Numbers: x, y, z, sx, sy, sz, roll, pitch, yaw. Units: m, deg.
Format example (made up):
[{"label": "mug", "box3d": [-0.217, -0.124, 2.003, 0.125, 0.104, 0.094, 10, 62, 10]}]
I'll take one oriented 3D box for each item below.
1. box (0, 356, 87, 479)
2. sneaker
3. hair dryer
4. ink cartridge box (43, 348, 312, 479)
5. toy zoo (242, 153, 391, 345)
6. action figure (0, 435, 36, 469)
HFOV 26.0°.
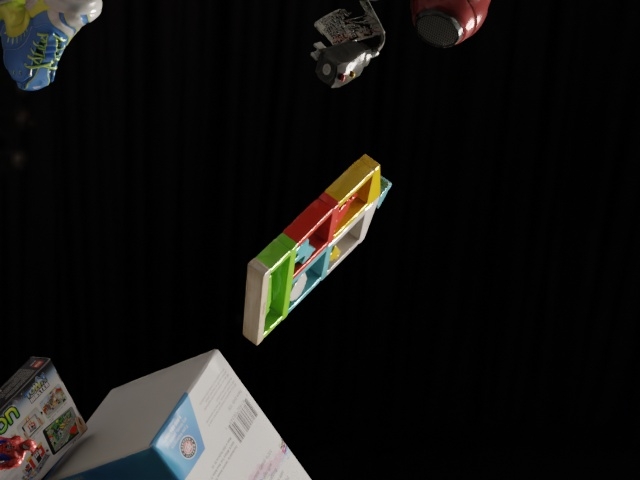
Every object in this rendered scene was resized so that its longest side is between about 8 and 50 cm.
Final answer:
[{"label": "box", "box3d": [-0.367, 0.244, 1.618, 0.036, 0.114, 0.207, 1, -145, 37]}, {"label": "sneaker", "box3d": [-0.348, -0.259, 1.795, 0.091, 0.126, 0.240, -11, -168, -32]}, {"label": "hair dryer", "box3d": [0.080, -0.293, 1.406, 0.293, 0.080, 0.223, -22, -103, -27]}, {"label": "ink cartridge box", "box3d": [-0.161, 0.319, 1.730, 0.197, 0.270, 0.198, -23, -160, 33]}, {"label": "toy zoo", "box3d": [0.000, 0.000, 1.940, 0.030, 0.192, 0.293, 36, -119, 17]}, {"label": "action figure", "box3d": [-0.333, 0.214, 1.373, 0.115, 0.030, 0.038, -15, -131, 14]}]
